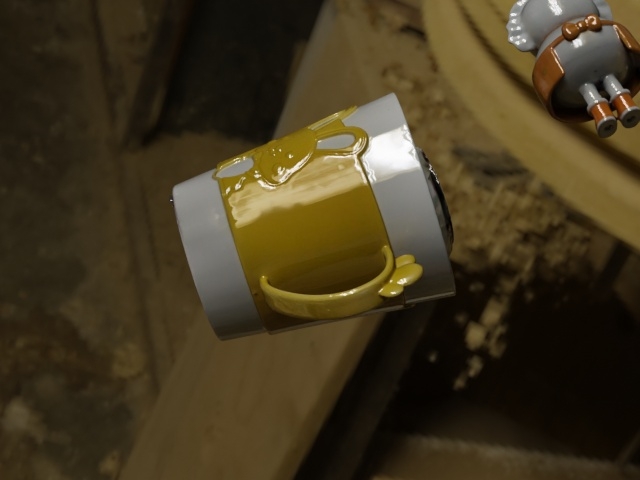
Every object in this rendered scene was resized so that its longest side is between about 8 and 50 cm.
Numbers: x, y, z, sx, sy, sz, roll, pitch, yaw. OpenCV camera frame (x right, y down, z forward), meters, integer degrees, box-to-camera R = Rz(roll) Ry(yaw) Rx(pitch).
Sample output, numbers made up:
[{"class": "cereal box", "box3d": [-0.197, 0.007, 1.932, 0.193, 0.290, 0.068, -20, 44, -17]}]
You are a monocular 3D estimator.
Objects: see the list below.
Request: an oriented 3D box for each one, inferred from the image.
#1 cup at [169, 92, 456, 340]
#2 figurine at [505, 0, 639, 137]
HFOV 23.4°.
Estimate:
[{"class": "cup", "box3d": [0.000, 0.000, 1.324, 0.226, 0.185, 0.241, -16, 27, 2]}, {"class": "figurine", "box3d": [0.311, -0.244, 1.902, 0.143, 0.143, 0.271, -7, 67, -35]}]
